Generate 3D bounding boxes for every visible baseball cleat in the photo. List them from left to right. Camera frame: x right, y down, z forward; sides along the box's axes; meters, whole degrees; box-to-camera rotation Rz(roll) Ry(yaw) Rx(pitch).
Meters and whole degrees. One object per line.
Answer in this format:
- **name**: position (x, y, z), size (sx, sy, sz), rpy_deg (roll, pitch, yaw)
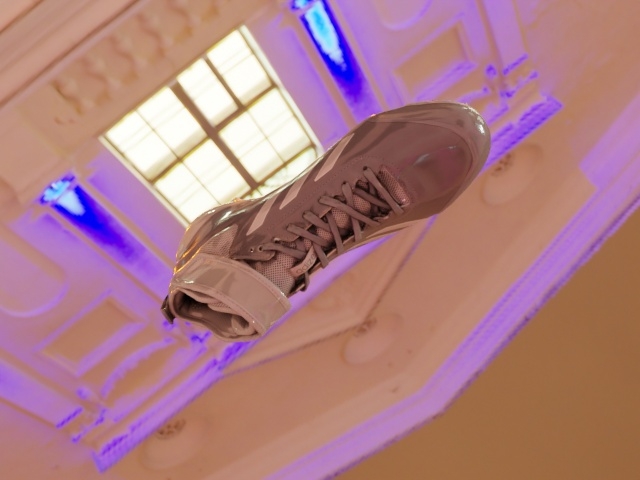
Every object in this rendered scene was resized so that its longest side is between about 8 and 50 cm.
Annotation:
- **baseball cleat**: position (0.000, 0.000, 0.492), size (0.206, 0.072, 0.109), rpy_deg (-27, -151, 30)
